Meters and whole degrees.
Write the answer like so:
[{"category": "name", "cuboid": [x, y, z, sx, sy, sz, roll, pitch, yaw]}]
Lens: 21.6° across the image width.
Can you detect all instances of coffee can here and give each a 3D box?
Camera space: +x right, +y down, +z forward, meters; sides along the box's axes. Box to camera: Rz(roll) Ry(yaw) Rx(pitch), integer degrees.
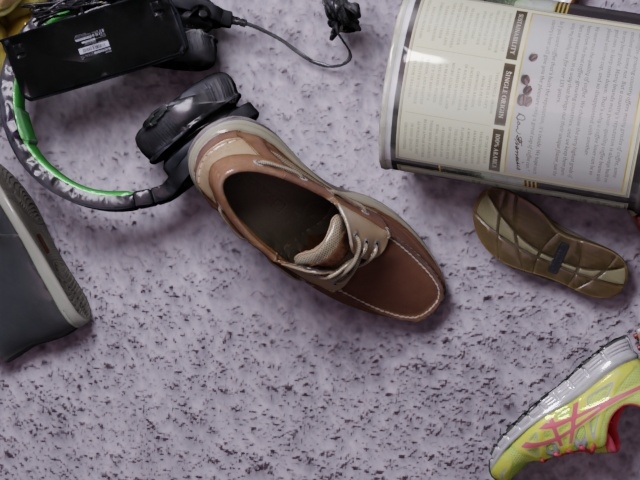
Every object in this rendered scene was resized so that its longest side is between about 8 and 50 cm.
[{"category": "coffee can", "cuboid": [0.213, -0.147, 1.702, 0.275, 0.201, 0.201, 10, 93, 9]}]

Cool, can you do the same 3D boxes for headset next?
[{"category": "headset", "cuboid": [-0.147, -0.176, 1.770, 0.394, 0.185, 0.243, -18, 88, -1]}]

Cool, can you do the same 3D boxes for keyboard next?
[{"category": "keyboard", "cuboid": [-0.235, -0.216, 1.738, 0.192, 0.038, 0.100, -14, 106, 13]}]

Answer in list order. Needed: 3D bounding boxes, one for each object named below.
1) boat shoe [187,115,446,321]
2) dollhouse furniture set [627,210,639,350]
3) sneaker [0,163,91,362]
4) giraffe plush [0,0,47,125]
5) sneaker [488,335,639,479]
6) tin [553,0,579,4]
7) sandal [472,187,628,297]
[{"category": "boat shoe", "cuboid": [0.000, 0.000, 1.730, 0.324, 0.116, 0.123, 31, 106, -23]}, {"category": "dollhouse furniture set", "cuboid": [0.365, 0.046, 1.717, 0.129, 0.129, 0.183, -27, 88, 9]}, {"category": "sneaker", "cuboid": [-0.359, 0.022, 1.861, 0.118, 0.083, 0.222, -29, 87, 9]}, {"category": "giraffe plush", "cuboid": [-0.404, -0.245, 1.843, 0.170, 0.181, 0.210, 35, 131, 17]}, {"category": "sneaker", "cuboid": [0.264, 0.196, 1.748, 0.208, 0.081, 0.094, -43, 81, 20]}, {"category": "tin", "cuboid": [0.240, -0.314, 1.780, 0.106, 0.040, 0.189, 19, 94, 4]}, {"category": "sandal", "cuboid": [0.242, 0.004, 1.780, 0.180, 0.049, 0.072, 27, 104, 1]}]
